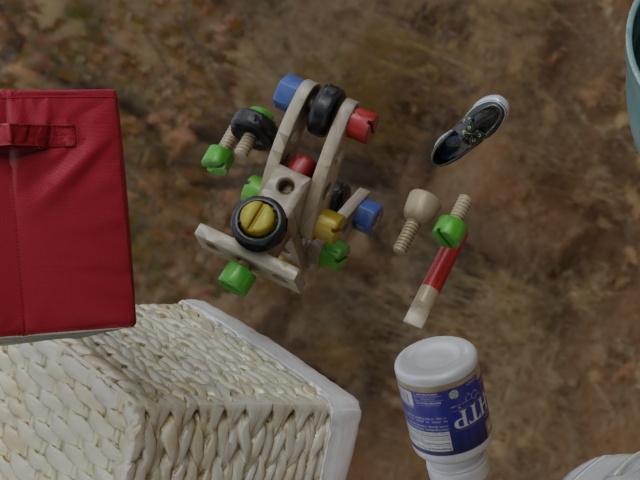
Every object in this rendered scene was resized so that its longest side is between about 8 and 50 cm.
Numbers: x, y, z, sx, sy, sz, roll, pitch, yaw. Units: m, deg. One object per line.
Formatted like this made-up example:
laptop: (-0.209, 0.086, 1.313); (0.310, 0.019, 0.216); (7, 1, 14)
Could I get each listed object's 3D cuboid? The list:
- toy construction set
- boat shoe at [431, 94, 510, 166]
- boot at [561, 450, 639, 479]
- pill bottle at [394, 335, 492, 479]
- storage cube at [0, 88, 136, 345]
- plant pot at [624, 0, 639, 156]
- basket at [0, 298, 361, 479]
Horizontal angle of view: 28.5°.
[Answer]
toy construction set: (0.000, 0.000, 1.393); (0.237, 0.309, 0.257); (-62, 9, -25)
boat shoe: (0.202, -0.144, 1.709); (0.142, 0.049, 0.040); (-41, 9, 44)
boot: (0.210, 0.238, 0.967); (0.258, 0.095, 0.123); (-39, 5, -41)
pill bottle: (0.169, 0.232, 1.678); (0.112, 0.112, 0.186); (-132, 25, -63)
storage cube: (-0.270, -0.011, 1.038); (0.215, 0.183, 0.193); (-14, 80, 64)
plant pot: (0.401, -0.096, 1.088); (0.196, 0.293, 0.293); (84, -177, -51)
basket: (-0.177, 0.257, 1.318); (0.331, 0.266, 0.328); (26, 106, 48)
